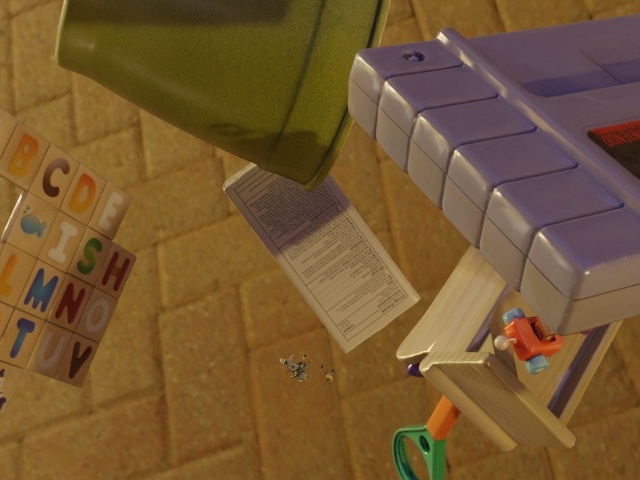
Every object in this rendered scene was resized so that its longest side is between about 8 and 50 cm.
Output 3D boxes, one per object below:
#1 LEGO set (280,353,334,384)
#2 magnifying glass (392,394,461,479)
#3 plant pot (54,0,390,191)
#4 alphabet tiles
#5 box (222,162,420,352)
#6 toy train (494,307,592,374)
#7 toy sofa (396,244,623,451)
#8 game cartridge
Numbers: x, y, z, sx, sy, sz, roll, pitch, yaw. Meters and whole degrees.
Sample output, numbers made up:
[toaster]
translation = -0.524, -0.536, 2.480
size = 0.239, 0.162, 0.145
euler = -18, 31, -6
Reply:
[LEGO set]
translation = -0.022, 0.194, 1.650
size = 0.083, 0.054, 0.023
euler = 5, 39, 15
[magnifying glass]
translation = 0.132, 0.239, 1.340
size = 0.026, 0.231, 0.092
euler = -16, 60, -24
[plant pot]
translation = -0.130, -0.285, 1.386
size = 0.352, 0.366, 0.367
euler = 16, 59, -11
[alphabet tiles]
translation = -0.218, 0.031, 0.821
size = 0.009, 0.237, 0.198
euler = 17, 79, 26
[box]
translation = 0.000, 0.000, 1.689
size = 0.148, 0.311, 0.121
euler = -35, 9, 1
[toy train]
translation = 0.191, 0.035, 0.994
size = 0.046, 0.125, 0.166
euler = -48, 51, 42
[toy sofa]
translation = 0.260, 0.051, 1.270
size = 0.363, 0.150, 0.177
euler = -55, 20, -24
[game cartridge]
translation = 0.223, -0.066, 0.660
size = 0.355, 0.068, 0.230
euler = -12, 37, -26
